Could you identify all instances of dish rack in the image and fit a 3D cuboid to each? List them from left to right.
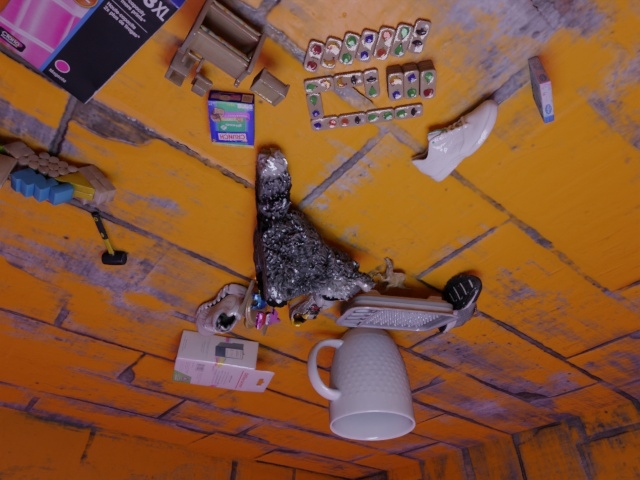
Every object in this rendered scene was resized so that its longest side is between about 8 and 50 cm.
[{"bbox_3d":[0.228,0.222,1.345,0.333,0.072,0.285,7,157,-8],"label":"dish rack"}]

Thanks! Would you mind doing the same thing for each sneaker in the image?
[{"bbox_3d":[-0.330,0.252,1.392,0.110,0.118,0.292,23,135,-26],"label":"sneaker"},{"bbox_3d":[-0.016,0.203,1.353,0.088,0.092,0.225,28,131,-28],"label":"sneaker"},{"bbox_3d":[0.274,-0.215,0.902,0.094,0.080,0.212,27,134,-11],"label":"sneaker"},{"bbox_3d":[0.445,0.192,1.352,0.108,0.100,0.271,-7,143,-13],"label":"sneaker"}]

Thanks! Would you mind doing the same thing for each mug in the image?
[{"bbox_3d":[0.124,0.460,1.466,0.374,0.327,0.276,21,134,-21],"label":"mug"}]

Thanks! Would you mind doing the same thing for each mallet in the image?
[{"bbox_3d":[-0.573,0.000,1.169,0.063,0.039,0.189,7,134,-6],"label":"mallet"}]

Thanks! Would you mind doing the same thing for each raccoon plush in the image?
[{"bbox_3d":[0.000,0.000,1.061,0.300,0.216,0.446,-6,134,-17],"label":"raccoon plush"}]

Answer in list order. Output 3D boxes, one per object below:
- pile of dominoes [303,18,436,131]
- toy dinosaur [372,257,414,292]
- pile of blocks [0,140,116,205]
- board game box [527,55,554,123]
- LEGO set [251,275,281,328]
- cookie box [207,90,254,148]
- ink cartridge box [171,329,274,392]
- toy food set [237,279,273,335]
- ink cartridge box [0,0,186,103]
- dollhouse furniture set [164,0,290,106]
[{"bbox_3d":[0.091,-0.300,0.826,0.252,0.040,0.195,-7,138,7],"label":"pile of dominoes"},{"bbox_3d":[0.218,0.126,1.297,0.093,0.053,0.183,-22,134,21],"label":"toy dinosaur"},{"bbox_3d":[-0.651,-0.128,0.937,0.363,0.148,0.112,20,134,-22],"label":"pile of blocks"},{"bbox_3d":[0.414,-0.283,0.807,0.020,0.090,0.090,-16,136,23],"label":"board game box"},{"bbox_3d":[-0.140,0.136,1.263,0.093,0.087,0.227,6,96,-27],"label":"LEGO set"},{"bbox_3d":[-0.181,-0.247,0.884,0.092,0.040,0.107,3,139,-5],"label":"cookie box"},{"bbox_3d":[-0.361,0.463,1.624,0.354,0.119,0.207,14,136,-13],"label":"ink cartridge box"},{"bbox_3d":[-0.207,0.207,1.336,0.039,0.132,0.192,7,150,23],"label":"toy food set"},{"bbox_3d":[-0.357,-0.397,0.703,0.371,0.069,0.176,-29,131,25],"label":"ink cartridge box"},{"bbox_3d":[-0.164,-0.320,0.791,0.182,0.101,0.161,28,156,-29],"label":"dollhouse furniture set"}]
